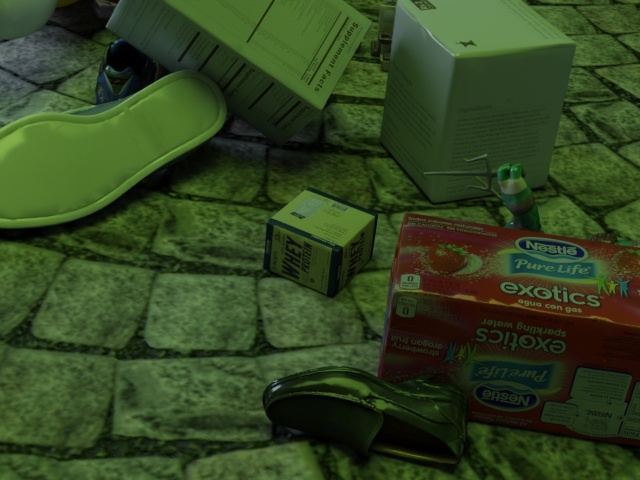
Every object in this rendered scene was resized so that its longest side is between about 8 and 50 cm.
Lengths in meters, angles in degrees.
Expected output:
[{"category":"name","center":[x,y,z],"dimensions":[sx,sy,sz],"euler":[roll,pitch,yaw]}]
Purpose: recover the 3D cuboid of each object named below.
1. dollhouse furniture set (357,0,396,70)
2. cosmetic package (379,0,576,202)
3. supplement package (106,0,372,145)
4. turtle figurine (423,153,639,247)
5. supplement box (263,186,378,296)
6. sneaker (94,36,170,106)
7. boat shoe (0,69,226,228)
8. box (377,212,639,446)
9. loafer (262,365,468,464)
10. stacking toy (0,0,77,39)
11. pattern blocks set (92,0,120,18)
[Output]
[{"category":"dollhouse furniture set","center":[0.052,-0.288,1.506],"dimensions":[0.114,0.081,0.091],"euler":[6,34,0]},{"category":"cosmetic package","center":[0.171,-0.165,1.253],"dimensions":[0.151,0.184,0.151],"euler":[-9,37,-20]},{"category":"supplement package","center":[-0.092,-0.241,1.245],"dimensions":[0.244,0.134,0.139],"euler":[34,67,-12]},{"category":"turtle figurine","center":[0.209,0.000,1.086],"dimensions":[0.234,0.118,0.175],"euler":[14,-6,9]},{"category":"supplement box","center":[0.000,0.000,1.097],"dimensions":[0.083,0.056,0.083],"euler":[22,37,22]},{"category":"sneaker","center":[-0.226,-0.211,1.346],"dimensions":[0.083,0.087,0.221],"euler":[3,34,-6]},{"category":"boat shoe","center":[-0.248,-0.088,1.184],"dimensions":[0.319,0.116,0.099],"euler":[-29,3,-31]},{"category":"box","center":[0.183,0.076,0.950],"dimensions":[0.256,0.128,0.123],"euler":[8,34,4]},{"category":"loafer","center":[0.037,0.143,0.892],"dimensions":[0.170,0.062,0.061],"euler":[4,39,-1]},{"category":"stacking toy","center":[-0.371,-0.425,1.455],"dimensions":[0.350,0.351,0.480],"euler":[7,42,2]},{"category":"pattern blocks set","center":[-0.131,-0.274,1.441],"dimensions":[0.324,0.026,0.285],"euler":[12,20,-8]}]
